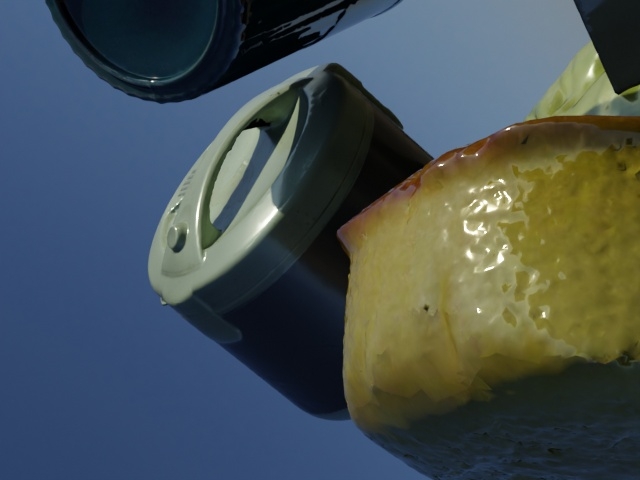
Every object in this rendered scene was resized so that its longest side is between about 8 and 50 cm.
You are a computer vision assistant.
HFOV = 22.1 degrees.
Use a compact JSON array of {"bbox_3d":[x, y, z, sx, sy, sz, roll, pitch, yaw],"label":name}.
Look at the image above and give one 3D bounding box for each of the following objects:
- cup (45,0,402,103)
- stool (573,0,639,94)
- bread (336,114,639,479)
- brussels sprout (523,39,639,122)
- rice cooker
[{"bbox_3d":[-0.066,-0.289,1.399,0.242,0.308,0.292,35,-139,19],"label":"cup"},{"bbox_3d":[0.212,-0.291,1.102,0.270,0.170,0.244,54,-159,-47],"label":"stool"},{"bbox_3d":[0.135,0.039,0.756,0.270,0.269,0.148,31,-122,-44],"label":"bread"},{"bbox_3d":[0.443,-0.113,1.652,0.425,0.361,0.342,-21,-109,-40],"label":"brussels sprout"},{"bbox_3d":[-0.001,-0.002,1.554,0.277,0.288,0.288,42,-163,-23],"label":"rice cooker"}]
